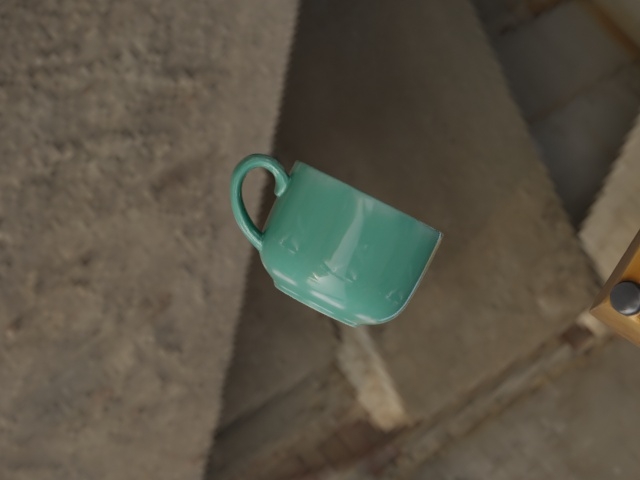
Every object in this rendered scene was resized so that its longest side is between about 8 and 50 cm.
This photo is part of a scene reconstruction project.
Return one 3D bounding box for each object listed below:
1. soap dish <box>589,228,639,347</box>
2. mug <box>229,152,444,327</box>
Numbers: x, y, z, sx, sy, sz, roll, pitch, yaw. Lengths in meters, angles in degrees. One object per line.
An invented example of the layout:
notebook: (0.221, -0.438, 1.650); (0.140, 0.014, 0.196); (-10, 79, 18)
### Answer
soap dish: (0.343, -0.008, 1.222); (0.291, 0.229, 0.118); (-60, 159, 13)
mug: (0.007, 0.003, 1.418); (0.097, 0.157, 0.129); (-64, 156, 2)
